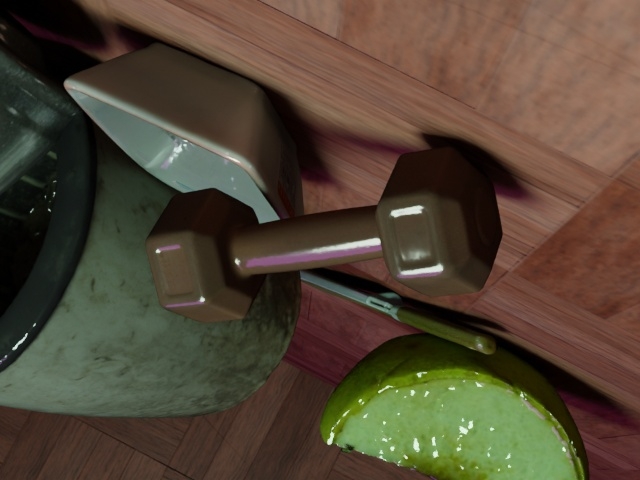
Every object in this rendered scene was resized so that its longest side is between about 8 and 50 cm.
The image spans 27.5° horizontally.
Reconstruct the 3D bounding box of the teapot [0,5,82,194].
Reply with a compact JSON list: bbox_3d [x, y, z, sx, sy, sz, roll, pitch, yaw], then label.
[{"bbox_3d":[-0.354,-0.116,0.909,0.321,0.239,0.239,40,180,-30],"label":"teapot"}]

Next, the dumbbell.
[{"bbox_3d":[0.000,0.000,0.830,0.231,0.092,0.082,-9,-171,30],"label":"dumbbell"}]

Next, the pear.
[{"bbox_3d":[0.158,0.166,1.398,0.288,0.139,0.239,18,-172,1],"label":"pear"}]

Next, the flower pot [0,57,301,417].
[{"bbox_3d":[-0.201,0.027,1.184,0.293,0.293,0.330,20,175,40],"label":"flower pot"}]

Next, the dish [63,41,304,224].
[{"bbox_3d":[-0.077,-0.071,0.963,0.154,0.064,0.234,25,169,16],"label":"dish"}]

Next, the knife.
[{"bbox_3d":[0.067,0.065,1.390,0.061,0.027,0.343,23,177,-32],"label":"knife"}]
